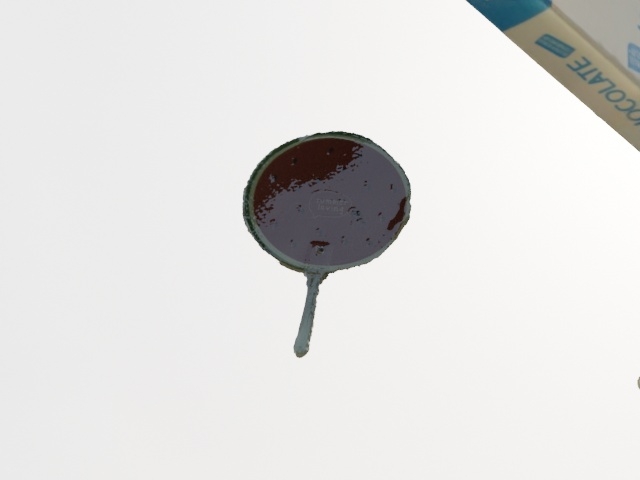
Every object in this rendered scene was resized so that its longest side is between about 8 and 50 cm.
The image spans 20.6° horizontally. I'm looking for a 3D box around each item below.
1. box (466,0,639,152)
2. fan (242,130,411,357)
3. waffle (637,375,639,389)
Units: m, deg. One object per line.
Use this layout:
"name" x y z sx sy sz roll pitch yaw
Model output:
"box" 0.192 -0.195 1.109 0.273 0.265 0.048 36 -39 -30
"fan" 0.000 0.000 0.861 0.085 0.133 0.005 5 -32 6
"waffle" 0.139 0.045 0.553 0.078 0.016 0.085 -23 -33 28
